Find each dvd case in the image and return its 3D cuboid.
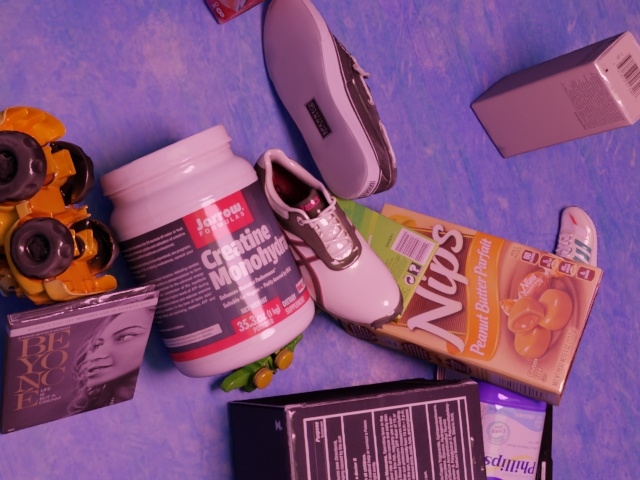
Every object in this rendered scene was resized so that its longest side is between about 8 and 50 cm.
[{"bbox_3d":[-0.279,0.139,1.111,0.164,0.221,0.018,-12,53,-29],"label":"dvd case"}]

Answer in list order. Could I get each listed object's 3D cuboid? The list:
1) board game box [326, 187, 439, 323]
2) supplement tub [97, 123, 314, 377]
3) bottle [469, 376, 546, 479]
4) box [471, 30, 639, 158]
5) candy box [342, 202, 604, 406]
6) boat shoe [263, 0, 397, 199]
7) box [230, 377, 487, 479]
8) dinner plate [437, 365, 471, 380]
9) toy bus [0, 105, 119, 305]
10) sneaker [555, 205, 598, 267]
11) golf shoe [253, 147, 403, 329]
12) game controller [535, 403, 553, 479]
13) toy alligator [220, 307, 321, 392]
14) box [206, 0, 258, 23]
[{"bbox_3d":[0.017,0.000,1.316,0.259,0.039,0.124,27,70,7],"label":"board game box"},{"bbox_3d":[-0.140,0.013,1.197,0.191,0.191,0.272,-28,99,-28],"label":"supplement tub"},{"bbox_3d":[0.241,0.335,1.368,0.118,0.092,0.282,12,86,-19],"label":"bottle"},{"bbox_3d":[0.361,-0.211,1.449,0.094,0.275,0.113,-42,106,-26],"label":"box"},{"bbox_3d":[0.205,0.085,1.338,0.316,0.087,0.183,18,71,17],"label":"candy box"},{"bbox_3d":[0.022,-0.205,1.349,0.105,0.113,0.306,-14,73,-49],"label":"boat shoe"},{"bbox_3d":[0.053,0.342,1.278,0.294,0.183,0.296,-1,84,-31],"label":"box"},{"bbox_3d":[0.233,0.208,1.486,0.141,0.017,0.141,4,83,-29],"label":"dinner plate"},{"bbox_3d":[-0.360,-0.013,1.091,0.211,0.149,0.220,-22,85,10],"label":"toy bus"},{"bbox_3d":[0.406,0.024,1.577,0.075,0.057,0.161,-5,91,-35],"label":"sneaker"},{"bbox_3d":[0.000,0.000,1.238,0.105,0.120,0.273,-39,75,-16],"label":"golf shoe"},{"bbox_3d":[0.290,0.366,1.477,0.166,0.067,0.319,4,88,-44],"label":"game controller"},{"bbox_3d":[-0.059,0.152,1.313,0.190,0.056,0.051,-40,146,-27],"label":"toy alligator"},{"bbox_3d":[-0.034,-0.437,1.324,0.300,0.154,0.142,-38,104,-28],"label":"box"}]
